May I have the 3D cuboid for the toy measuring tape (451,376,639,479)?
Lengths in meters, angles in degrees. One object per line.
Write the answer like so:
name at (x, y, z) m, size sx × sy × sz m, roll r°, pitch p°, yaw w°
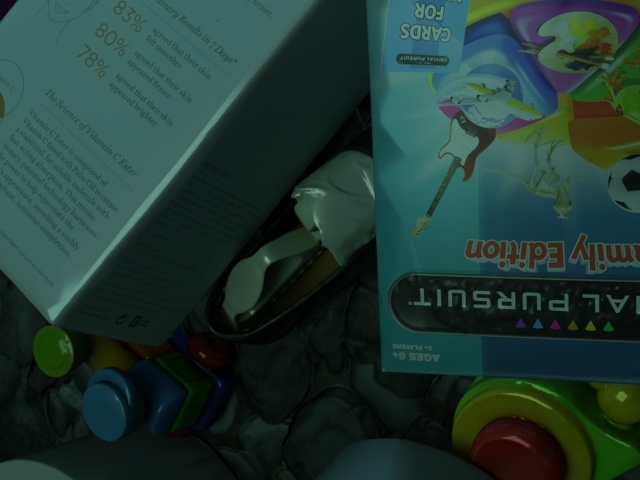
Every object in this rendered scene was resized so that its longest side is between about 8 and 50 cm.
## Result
toy measuring tape at (0.121, 0.174, 0.923) m, size 0.330 × 0.121 × 0.121 m, roll -42°, pitch 72°, yaw 38°

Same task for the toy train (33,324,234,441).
toy train at (-0.212, 0.089, 1.109) m, size 0.248 × 0.143 × 0.105 m, roll 38°, pitch 114°, yaw 24°

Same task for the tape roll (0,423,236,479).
tape roll at (-0.201, 0.304, 1.112) m, size 0.246 × 0.169 × 0.246 m, roll 4°, pitch 97°, yaw 34°

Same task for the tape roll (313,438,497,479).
tape roll at (0.075, 0.256, 0.897) m, size 0.219 × 0.072 × 0.219 m, roll 20°, pitch 133°, yaw 24°

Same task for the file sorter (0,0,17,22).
file sorter at (-0.237, -0.255, 1.057) m, size 0.182 × 0.202 × 0.290 m, roll 39°, pitch 115°, yaw 20°

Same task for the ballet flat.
ballet flat at (0.000, 0.000, 0.988) m, size 0.280 × 0.096 × 0.095 m, roll -48°, pitch 70°, yaw 27°

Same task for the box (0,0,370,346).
box at (-0.128, -0.118, 0.954) m, size 0.215 × 0.168 × 0.345 m, roll 42°, pitch 96°, yaw 23°

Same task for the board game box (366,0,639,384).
board game box at (0.164, -0.076, 0.779) m, size 0.254 × 0.079 × 0.335 m, roll 1°, pitch 105°, yaw 16°
